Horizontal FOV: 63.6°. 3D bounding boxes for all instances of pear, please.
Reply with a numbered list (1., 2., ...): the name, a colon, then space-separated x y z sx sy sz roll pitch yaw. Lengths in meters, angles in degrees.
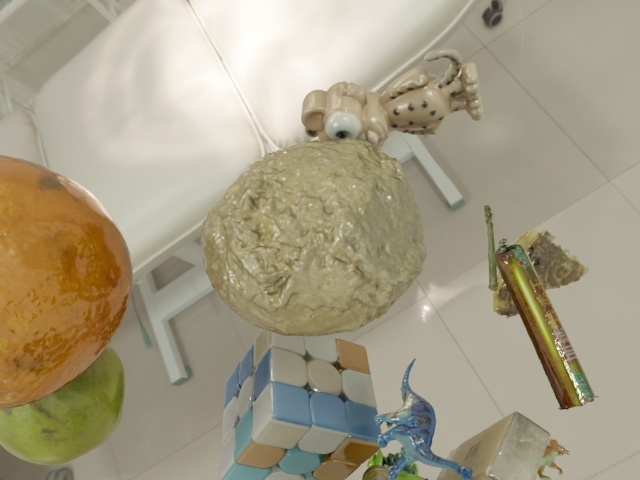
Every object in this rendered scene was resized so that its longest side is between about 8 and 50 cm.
1. pear: -0.430 0.248 0.846 0.212 0.269 0.212 -6 46 7

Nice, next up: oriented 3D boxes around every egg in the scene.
1. egg: 0.000 0.000 0.682 0.279 0.310 0.279 22 125 36

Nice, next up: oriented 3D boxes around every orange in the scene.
1. orange: -0.390 0.049 0.625 0.312 0.312 0.312 -7 71 20

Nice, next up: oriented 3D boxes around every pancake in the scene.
1. pancake: 0.609 0.094 1.428 0.244 0.057 0.266 4 112 -6

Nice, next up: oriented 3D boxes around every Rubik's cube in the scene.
1. Rubik's cube: -0.068 0.493 1.503 0.346 0.344 0.347 -55 26 30

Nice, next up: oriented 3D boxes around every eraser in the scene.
1. eraser: 0.321 0.460 1.031 0.078 0.343 0.144 34 56 12

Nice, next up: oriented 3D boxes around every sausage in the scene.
1. sausage: 0.462 0.161 1.089 0.082 0.082 0.371 -23 71 14

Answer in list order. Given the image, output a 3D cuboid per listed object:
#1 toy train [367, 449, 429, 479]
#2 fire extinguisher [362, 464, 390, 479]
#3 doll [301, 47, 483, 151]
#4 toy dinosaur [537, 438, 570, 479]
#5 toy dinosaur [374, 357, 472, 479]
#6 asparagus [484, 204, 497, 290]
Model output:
1. toy train: 0.187 0.720 1.433 0.159 0.188 0.272 22 103 -6
2. fire extinguisher: 0.140 0.541 1.059 0.106 0.252 0.075 24 83 6
3. doll: 0.104 -0.197 0.789 0.278 0.154 0.119 -16 53 25
4. toy dinosaur: 0.535 0.535 1.314 0.212 0.142 0.057 17 112 6
5. toy dinosaur: 0.166 0.354 0.979 0.144 0.076 0.329 -32 21 6
6. asparagus: 0.430 0.013 1.302 0.024 0.025 0.248 1 58 10
